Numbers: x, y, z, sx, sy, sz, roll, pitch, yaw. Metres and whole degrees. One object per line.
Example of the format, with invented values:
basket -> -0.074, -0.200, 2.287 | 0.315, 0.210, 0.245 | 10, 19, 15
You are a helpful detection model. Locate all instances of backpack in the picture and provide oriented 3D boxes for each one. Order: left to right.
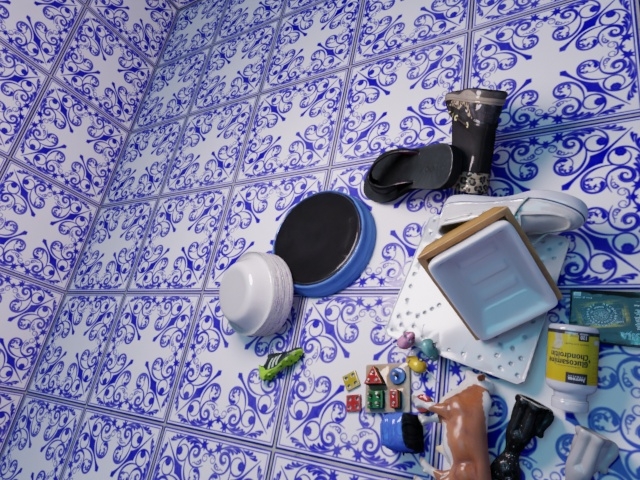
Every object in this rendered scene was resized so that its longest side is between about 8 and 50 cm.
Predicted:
backpack -> 0.199, 0.487, 1.188 | 0.101, 0.120, 0.098 | -20, 57, 25

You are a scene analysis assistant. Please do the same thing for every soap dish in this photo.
soap dish -> 0.397, 0.077, 1.117 | 0.229, 0.291, 0.118 | -32, 21, 18

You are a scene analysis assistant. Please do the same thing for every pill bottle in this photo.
pill bottle -> 0.560, 0.281, 1.052 | 0.103, 0.103, 0.184 | 1, 82, 35

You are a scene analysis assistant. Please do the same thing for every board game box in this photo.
board game box -> 0.413, 0.138, 1.279 | 0.390, 0.050, 0.390 | 14, 75, 38
board game box -> 0.678, 0.179, 1.088 | 0.186, 0.026, 0.126 | 0, 67, 35

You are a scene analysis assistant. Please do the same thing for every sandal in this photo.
sandal -> 0.239, -0.217, 1.442 | 0.446, 0.107, 0.167 | -6, 80, 63

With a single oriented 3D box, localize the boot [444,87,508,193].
boot -> 0.438, -0.295, 1.407 | 0.138, 0.377, 0.284 | 5, 103, -1

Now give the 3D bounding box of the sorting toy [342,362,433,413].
sorting toy -> 0.171, 0.404, 1.303 | 0.274, 0.046, 0.132 | -12, 59, 30

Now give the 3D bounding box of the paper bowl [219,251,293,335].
paper bowl -> -0.233, 0.177, 1.588 | 0.284, 0.148, 0.284 | -14, 71, 46

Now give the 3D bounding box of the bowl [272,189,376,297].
bowl -> 0.000, 0.000, 1.623 | 0.391, 0.077, 0.391 | -16, 57, 27

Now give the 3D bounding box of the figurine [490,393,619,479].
figurine -> 0.492, 0.480, 1.023 | 0.215, 0.092, 0.209 | 23, 88, 40

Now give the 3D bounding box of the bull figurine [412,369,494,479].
bull figurine -> 0.319, 0.450, 1.113 | 0.188, 0.101, 0.310 | -9, 51, 23

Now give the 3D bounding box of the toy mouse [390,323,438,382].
toy mouse -> 0.254, 0.285, 1.254 | 0.161, 0.031, 0.143 | 28, 121, 33

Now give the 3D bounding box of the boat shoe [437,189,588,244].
boat shoe -> 0.464, -0.035, 1.198 | 0.367, 0.136, 0.156 | 6, 53, 38

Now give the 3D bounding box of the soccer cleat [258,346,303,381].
soccer cleat -> -0.132, 0.383, 1.516 | 0.179, 0.060, 0.072 | -38, 48, 15
